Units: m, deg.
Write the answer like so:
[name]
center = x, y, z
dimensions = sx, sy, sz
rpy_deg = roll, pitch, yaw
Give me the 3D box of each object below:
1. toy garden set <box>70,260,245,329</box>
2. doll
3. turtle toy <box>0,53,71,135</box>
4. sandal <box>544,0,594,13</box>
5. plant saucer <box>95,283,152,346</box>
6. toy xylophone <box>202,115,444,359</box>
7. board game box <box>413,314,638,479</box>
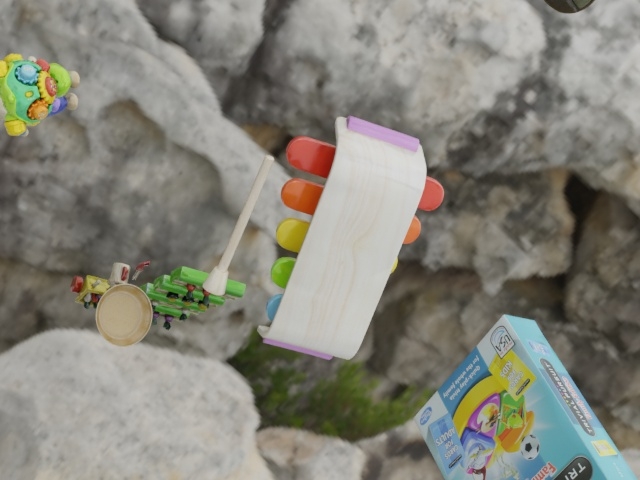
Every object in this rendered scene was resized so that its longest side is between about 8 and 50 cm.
[toy garden set]
center = -0.264, 0.088, 1.803
dimensions = 0.204, 0.244, 0.049
rpy_deg = 18, 69, -26
[doll]
center = -0.449, -0.225, 1.804
dimensions = 0.046, 0.129, 0.189
rpy_deg = 18, 24, 19
[turtle toy]
center = -0.357, -0.190, 1.444
dimensions = 0.130, 0.066, 0.095
rpy_deg = -64, 142, -68
[sandal]
center = 0.234, -0.343, 1.191
dimensions = 0.219, 0.090, 0.060
rpy_deg = 64, 23, -11
[plant saucer]
center = -0.262, 0.099, 1.525
dimensions = 0.083, 0.015, 0.083
rpy_deg = 0, 89, -38
[toy xylophone]
center = 0.000, 0.000, 1.408
dimensions = 0.236, 0.322, 0.081
rpy_deg = 25, 16, -17
[board game box]
center = 0.304, 0.322, 1.761
dimensions = 0.079, 0.254, 0.336
rpy_deg = 13, 35, -37
